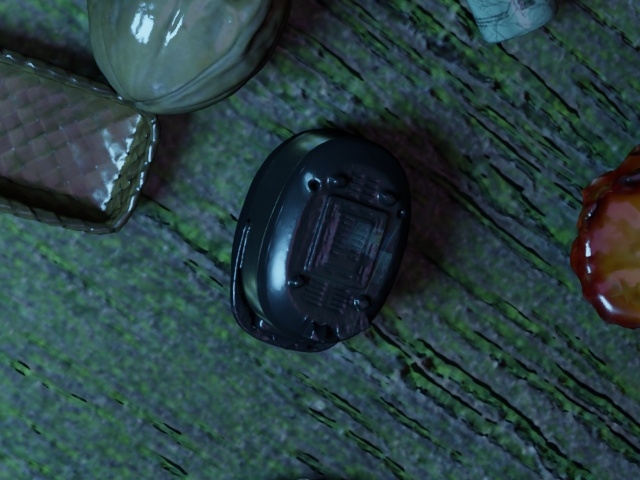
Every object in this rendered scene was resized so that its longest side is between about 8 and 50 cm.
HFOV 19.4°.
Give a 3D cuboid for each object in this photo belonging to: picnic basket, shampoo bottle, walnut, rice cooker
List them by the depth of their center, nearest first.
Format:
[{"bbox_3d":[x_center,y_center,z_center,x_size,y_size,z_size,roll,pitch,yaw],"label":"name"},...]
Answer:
[{"bbox_3d":[-0.088,-0.166,1.276,0.140,0.140,0.162,24,65,-20],"label":"walnut"},{"bbox_3d":[-0.213,-0.076,1.300,0.193,0.055,0.110,19,97,-21],"label":"picnic basket"},{"bbox_3d":[0.106,-0.245,1.357,0.065,0.065,0.204,-29,109,-9],"label":"shampoo bottle"},{"bbox_3d":[0.000,0.000,1.358,0.112,0.106,0.165,16,86,-24],"label":"rice cooker"}]

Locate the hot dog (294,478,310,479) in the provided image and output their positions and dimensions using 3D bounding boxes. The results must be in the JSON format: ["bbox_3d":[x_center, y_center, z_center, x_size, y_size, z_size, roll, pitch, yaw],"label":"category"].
[{"bbox_3d":[0.005,0.234,1.437,0.192,0.053,0.099,10,102,-17],"label":"hot dog"}]

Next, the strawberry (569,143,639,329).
[{"bbox_3d":[0.352,-0.020,1.451,0.336,0.149,0.265,-3,110,-6],"label":"strawberry"}]
